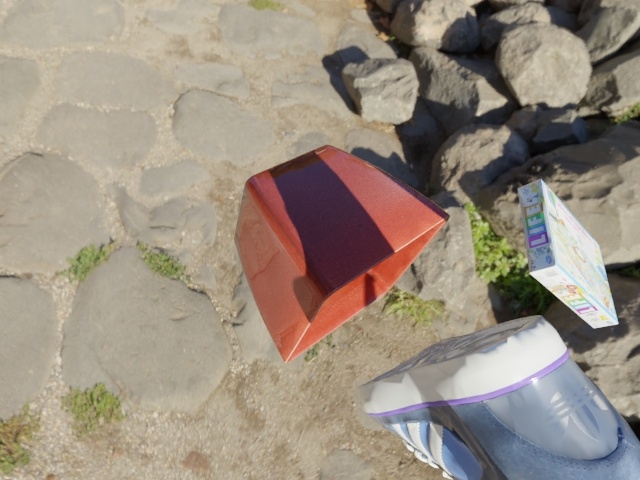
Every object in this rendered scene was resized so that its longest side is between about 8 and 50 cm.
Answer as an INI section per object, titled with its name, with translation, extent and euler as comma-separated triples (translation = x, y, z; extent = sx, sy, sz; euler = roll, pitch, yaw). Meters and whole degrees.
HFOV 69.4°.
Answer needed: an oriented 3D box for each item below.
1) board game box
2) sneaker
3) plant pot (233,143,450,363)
[board game box]
translation = 0.265, 0.018, 0.494
extent = 0.154, 0.026, 0.104
euler = 32, 51, -33
[sneaker]
translation = 0.158, 0.215, 0.433
extent = 0.130, 0.323, 0.237
euler = -22, 76, -22
[plant pot]
translation = 0.000, 0.000, 0.777
extent = 0.267, 0.267, 0.236
euler = -30, 71, -32
